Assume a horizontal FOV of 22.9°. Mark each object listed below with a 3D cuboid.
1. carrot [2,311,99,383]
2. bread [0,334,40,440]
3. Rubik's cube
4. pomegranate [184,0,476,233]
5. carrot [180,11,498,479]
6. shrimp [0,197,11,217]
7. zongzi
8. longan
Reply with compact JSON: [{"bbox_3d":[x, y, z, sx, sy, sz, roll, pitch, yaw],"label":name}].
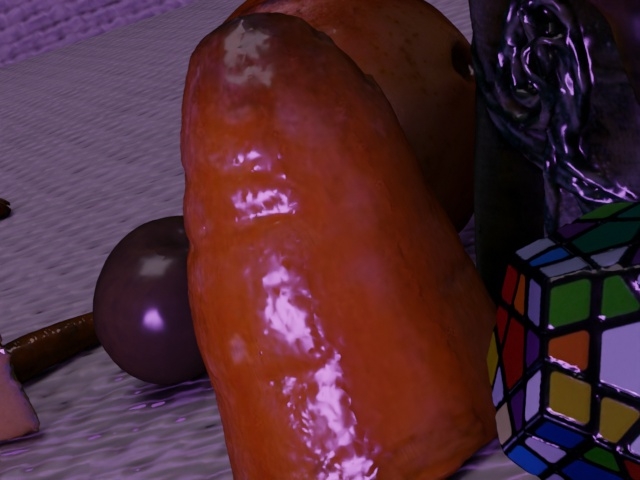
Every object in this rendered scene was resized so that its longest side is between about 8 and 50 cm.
[{"bbox_3d":[-0.187,0.073,1.103,0.093,0.032,0.032,-26,16,-23],"label":"carrot"},{"bbox_3d":[-0.319,0.073,1.031,0.163,0.167,0.264,-31,19,-23],"label":"bread"},{"bbox_3d":[0.128,0.047,0.615,0.133,0.133,0.112,-4,50,47],"label":"Rubik's cube"},{"bbox_3d":[0.015,-0.070,1.012,0.209,0.209,0.209,-20,16,6],"label":"pomegranate"},{"bbox_3d":[0.000,0.000,0.757,0.159,0.225,0.159,-17,14,4],"label":"carrot"},{"bbox_3d":[-0.386,-0.013,1.650,0.124,0.034,0.178,-14,12,4],"label":"shrimp"},{"bbox_3d":[0.276,-0.112,0.816,0.383,0.319,0.362,7,13,36],"label":"zongzi"},{"bbox_3d":[-0.090,0.033,0.967,0.113,0.092,0.113,-60,14,26],"label":"longan"}]
